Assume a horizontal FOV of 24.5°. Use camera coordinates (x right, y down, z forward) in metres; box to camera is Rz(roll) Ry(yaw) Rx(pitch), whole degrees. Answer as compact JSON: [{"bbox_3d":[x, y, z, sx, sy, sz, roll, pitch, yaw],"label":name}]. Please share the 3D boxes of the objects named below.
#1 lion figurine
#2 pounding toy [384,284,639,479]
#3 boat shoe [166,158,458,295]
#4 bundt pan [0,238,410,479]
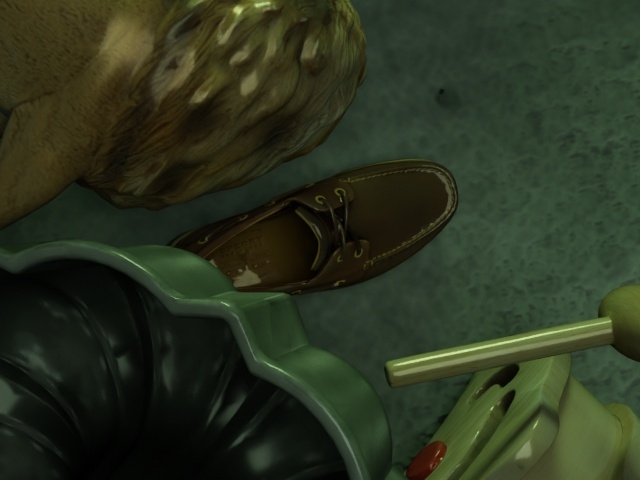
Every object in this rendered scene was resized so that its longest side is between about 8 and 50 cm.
[{"bbox_3d":[-0.162,-0.133,0.693,0.240,0.142,0.392,-38,128,10],"label":"lion figurine"},{"bbox_3d":[0.075,0.110,0.794,0.155,0.154,0.269,44,98,-8],"label":"pounding toy"},{"bbox_3d":[0.000,0.000,0.814,0.178,0.060,0.064,-19,92,-14],"label":"boat shoe"},{"bbox_3d":[-0.091,0.148,0.697,0.331,0.124,0.330,5,102,22],"label":"bundt pan"}]
